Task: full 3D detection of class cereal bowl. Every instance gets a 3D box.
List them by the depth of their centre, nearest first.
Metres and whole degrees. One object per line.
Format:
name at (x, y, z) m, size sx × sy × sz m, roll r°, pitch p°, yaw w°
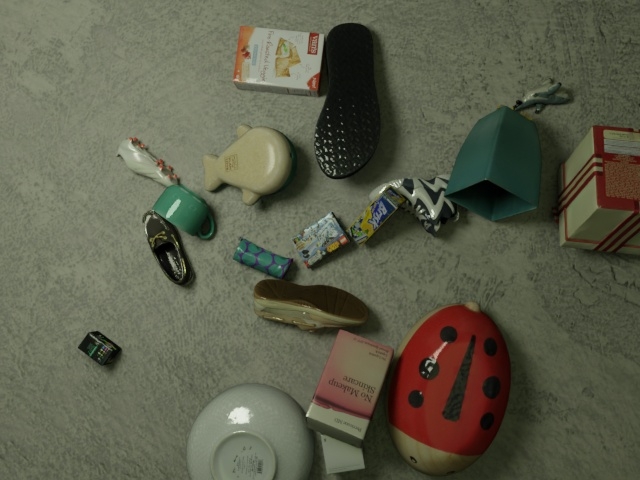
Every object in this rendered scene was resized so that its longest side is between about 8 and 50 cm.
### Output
cereal bowl at (-0.183, 0.540, 1.441) m, size 0.338 × 0.141 × 0.340 m, roll 0°, pitch 85°, yaw 4°

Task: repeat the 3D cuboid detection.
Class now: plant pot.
plant pot at (0.446, -0.199, 1.431) m, size 0.165 × 0.165 × 0.235 m, roll 24°, pitch 71°, yaw -19°

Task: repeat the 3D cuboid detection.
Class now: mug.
mug at (-0.354, -0.082, 1.510) m, size 0.129 × 0.157 × 0.097 m, roll 31°, pitch 85°, yaw 29°

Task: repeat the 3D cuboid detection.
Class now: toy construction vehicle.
toy construction vehicle at (0.500, -0.325, 1.493) m, size 0.098 × 0.086 × 0.035 m, roll 15°, pitch 80°, yaw 5°

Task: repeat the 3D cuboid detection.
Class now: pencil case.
pencil case at (-0.153, 0.047, 1.511) m, size 0.151 × 0.065 × 0.070 m, roll 24°, pitch 49°, yaw 4°

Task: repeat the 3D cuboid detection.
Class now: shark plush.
shark plush at (0.575, -0.366, 1.510) m, size 0.161 × 0.073 × 0.067 m, roll -27°, pitch 115°, yaw -4°

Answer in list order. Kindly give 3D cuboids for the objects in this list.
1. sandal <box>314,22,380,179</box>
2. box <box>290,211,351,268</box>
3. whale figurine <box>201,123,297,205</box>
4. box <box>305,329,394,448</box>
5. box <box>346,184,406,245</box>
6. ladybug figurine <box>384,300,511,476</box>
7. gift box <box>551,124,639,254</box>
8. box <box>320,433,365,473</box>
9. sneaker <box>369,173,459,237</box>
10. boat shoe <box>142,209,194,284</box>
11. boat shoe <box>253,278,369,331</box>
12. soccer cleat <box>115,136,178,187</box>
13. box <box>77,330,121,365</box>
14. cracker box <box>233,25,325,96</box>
sandal at (0.080, -0.361, 1.521) m, size 0.167 × 0.107 × 0.447 m, roll 5°, pitch 74°, yaw 5°
box at (0.000, 0.000, 1.511) m, size 0.137 × 0.027 × 0.094 m, roll -33°, pitch 84°, yaw 14°
whale figurine at (-0.184, -0.196, 1.514) m, size 0.271 × 0.141 × 0.217 m, roll -10°, pitch 85°, yaw 27°
box at (0.073, 0.362, 1.400) m, size 0.148 × 0.127 × 0.233 m, roll 18°, pitch 63°, yaw 10°
box at (0.141, -0.062, 1.461) m, size 0.059 × 0.054 × 0.169 m, roll 46°, pitch 131°, yaw 5°
ladybug figurine at (0.321, 0.367, 1.414) m, size 0.304 × 0.162 × 0.450 m, roll 13°, pitch 87°, yaw 4°
gift box at (0.731, -0.124, 1.388) m, size 0.254 × 0.258 × 0.277 m, roll 11°, pitch 67°, yaw 6°
box at (0.058, 0.523, 1.454) m, size 0.101 × 0.087 × 0.102 m, roll -9°, pitch 85°, yaw 2°
sneaker at (0.251, -0.079, 1.483) m, size 0.234 × 0.094 × 0.153 m, roll -7°, pitch 77°, yaw -8°
boat shoe at (-0.411, 0.015, 1.525) m, size 0.081 × 0.069 × 0.228 m, roll -31°, pitch 85°, yaw 0°
boat shoe at (-0.027, 0.181, 1.486) m, size 0.301 × 0.109 × 0.098 m, roll 10°, pitch 126°, yaw 3°
soccer cleat at (-0.468, -0.198, 1.550) m, size 0.196 × 0.068 × 0.076 m, roll 41°, pitch 104°, yaw 6°
box at (-0.585, 0.285, 1.518) m, size 0.083 × 0.062 × 0.052 m, roll 34°, pitch 87°, yaw 4°
cracker box at (-0.109, -0.482, 1.546) m, size 0.232 × 0.067 × 0.156 m, roll 6°, pitch 87°, yaw 3°
